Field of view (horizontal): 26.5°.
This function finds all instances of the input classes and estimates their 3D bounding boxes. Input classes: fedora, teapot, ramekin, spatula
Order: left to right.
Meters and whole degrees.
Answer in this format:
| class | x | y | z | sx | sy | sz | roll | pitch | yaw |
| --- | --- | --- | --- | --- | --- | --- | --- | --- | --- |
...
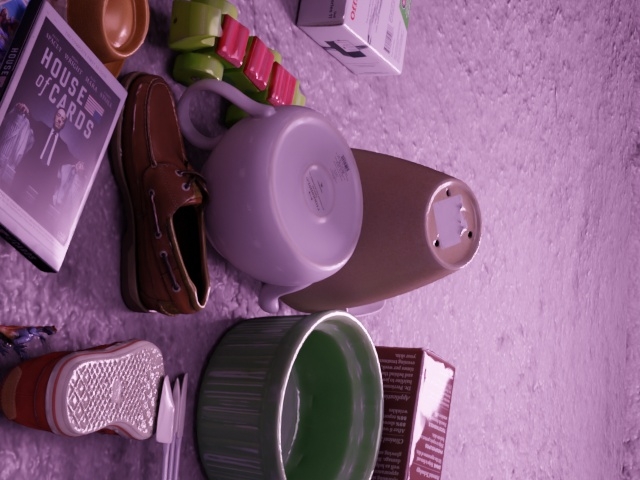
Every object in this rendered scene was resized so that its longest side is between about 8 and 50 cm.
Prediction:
| class | x | y | z | sx | sy | sz | roll | pitch | yaw |
| --- | --- | --- | --- | --- | --- | --- | --- | --- | --- |
| fedora | -0.256 | -0.271 | 1.595 | 0.194 | 0.079 | 0.194 | -1 | 91 | -60 |
| spatula | -0.195 | 0.291 | 1.726 | 0.168 | 0.019 | 0.242 | 91 | 4 | -86 |
| teapot | -0.078 | -0.057 | 1.794 | 0.252 | 0.187 | 0.256 | 25 | 64 | -51 |
| ramekin | -0.043 | 0.246 | 1.913 | 0.303 | 0.148 | 0.303 | -2 | 93 | -60 |

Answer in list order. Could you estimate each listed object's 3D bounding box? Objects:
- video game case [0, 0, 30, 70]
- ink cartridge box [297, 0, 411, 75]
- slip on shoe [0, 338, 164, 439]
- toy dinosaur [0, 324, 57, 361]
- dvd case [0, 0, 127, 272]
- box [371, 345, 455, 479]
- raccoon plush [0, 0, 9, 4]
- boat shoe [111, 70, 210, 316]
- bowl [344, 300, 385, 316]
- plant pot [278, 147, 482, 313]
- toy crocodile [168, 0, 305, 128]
| class | x | y | z | sx | sy | sz | roll | pitch | yaw |
| --- | --- | --- | --- | --- | --- | --- | --- | --- | --- |
| video game case | -0.374 | -0.170 | 1.412 | 0.269 | 0.061 | 0.244 | 61 | 42 | -41 |
| ink cartridge box | 0.057 | -0.365 | 2.126 | 0.208 | 0.086 | 0.153 | 31 | 65 | -57 |
| slip on shoe | -0.264 | 0.174 | 1.583 | 0.331 | 0.101 | 0.123 | 13 | 80 | -73 |
| toy dinosaur | -0.329 | 0.103 | 1.524 | 0.082 | 0.047 | 0.090 | -70 | 139 | -62 |
| dvd case | -0.297 | -0.110 | 1.460 | 0.179 | 0.029 | 0.239 | 51 | 50 | -52 |
| box | 0.078 | 0.357 | 2.085 | 0.143 | 0.191 | 0.381 | 35 | 62 | -55 |
| raccoon plush | -0.265 | -0.444 | 1.390 | 0.299 | 0.216 | 0.446 | 67 | 24 | -18 |
| boat shoe | -0.186 | -0.059 | 1.697 | 0.110 | 0.104 | 0.307 | -19 | 107 | -58 |
| bowl | 0.051 | 0.048 | 2.165 | 0.142 | 0.053 | 0.142 | -7 | 98 | -60 |
| plant pot | 0.085 | -0.020 | 1.947 | 0.256 | 0.274 | 0.257 | 1 | 88 | -44 |
| toy crocodile | -0.104 | -0.232 | 1.834 | 0.340 | 0.105 | 0.115 | 39 | 58 | -54 |
